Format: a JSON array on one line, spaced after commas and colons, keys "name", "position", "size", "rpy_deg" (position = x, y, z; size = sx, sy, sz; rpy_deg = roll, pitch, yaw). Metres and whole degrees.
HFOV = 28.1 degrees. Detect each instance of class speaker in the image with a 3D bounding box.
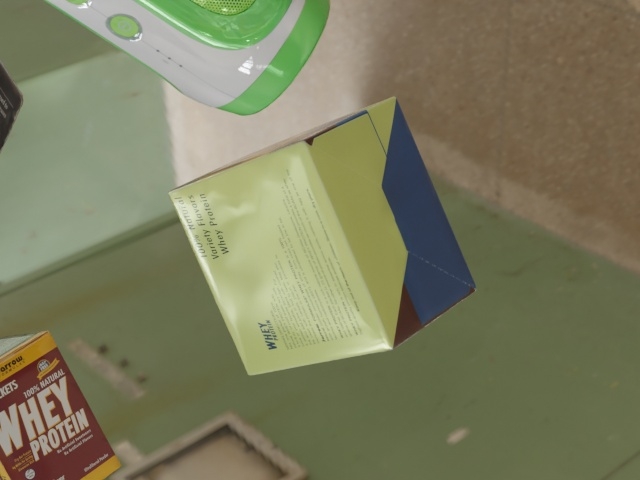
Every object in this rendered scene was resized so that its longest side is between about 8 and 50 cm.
[{"name": "speaker", "position": [-0.139, -0.201, 0.817], "size": [0.296, 0.131, 0.131], "rpy_deg": [32, 157, -26]}]

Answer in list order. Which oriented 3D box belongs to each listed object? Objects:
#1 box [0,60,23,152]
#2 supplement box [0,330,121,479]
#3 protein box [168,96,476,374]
[{"name": "box", "position": [-0.628, -0.110, 1.710], "size": [0.293, 0.395, 0.212], "rpy_deg": [11, 155, 14]}, {"name": "supplement box", "position": [-0.378, 0.228, 1.560], "size": [0.194, 0.129, 0.191], "rpy_deg": [-11, 108, 54]}, {"name": "protein box", "position": [0.000, 0.000, 1.201], "size": [0.201, 0.136, 0.199], "rpy_deg": [-17, 99, 46]}]
